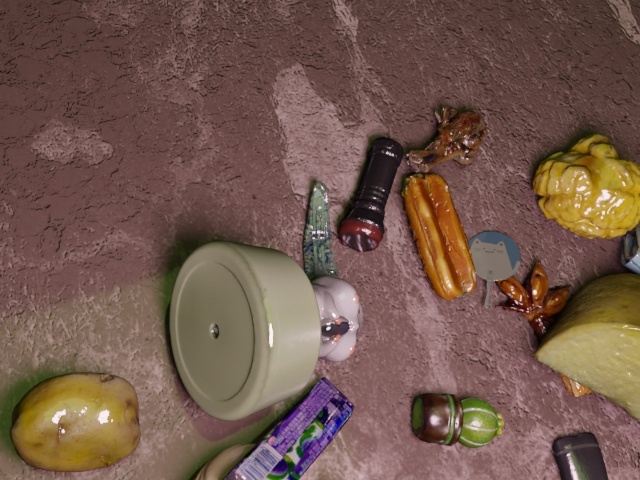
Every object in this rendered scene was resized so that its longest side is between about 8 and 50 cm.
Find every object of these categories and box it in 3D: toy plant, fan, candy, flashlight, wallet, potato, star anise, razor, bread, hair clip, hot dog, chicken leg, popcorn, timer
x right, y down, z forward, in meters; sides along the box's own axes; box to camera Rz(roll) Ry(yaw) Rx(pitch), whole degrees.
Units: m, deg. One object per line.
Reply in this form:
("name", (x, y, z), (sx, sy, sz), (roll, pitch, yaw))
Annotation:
("toy plant", (0.252, 0.326, 1.548), (0.162, 0.093, 0.093), (9, 69, -12))
("fan", (0.337, 0.057, 1.690), (0.113, 0.005, 0.175), (9, 60, 8))
("candy", (-0.045, 0.334, 1.399), (0.088, 0.061, 0.312), (44, 33, 7))
("flashlight", (0.104, -0.093, 1.666), (0.092, 0.093, 0.232), (23, 61, -6))
("wallet", (0.729, 0.074, 1.733), (0.250, 0.075, 0.176), (36, 26, 0))
("potato", (-0.389, 0.289, 1.365), (0.200, 0.137, 0.155), (0, 72, -16))
("star anise", (0.433, 0.118, 1.689), (0.212, 0.053, 0.157), (42, 70, 7))
("razor", (0.490, 0.436, 1.593), (0.090, 0.054, 0.148), (-7, 72, -13))
("potato", (0.609, 0.158, 1.595), (0.330, 0.213, 0.280), (31, 43, -3))
("bread", (0.532, 0.257, 1.668), (0.132, 0.053, 0.074), (-11, 75, -21))
("hair clip", (0.000, 0.001, 1.626), (0.066, 0.036, 0.229), (1, 77, -11))
("hot dog", (0.234, -0.011, 1.673), (0.115, 0.072, 0.269), (-9, 72, -17))
("chicken leg", (0.261, -0.193, 1.741), (0.125, 0.080, 0.196), (34, 63, 3))
("popcorn", (0.556, -0.107, 1.754), (0.203, 0.225, 0.200), (-55, 131, -60))
("timer", (-0.054, 0.141, 1.467), (0.315, 0.290, 0.291), (-2, 70, -40))

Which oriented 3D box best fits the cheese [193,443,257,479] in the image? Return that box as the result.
("cheese", (-0.093, 0.459, 1.375), (0.266, 0.127, 0.233), (42, 40, -2))
